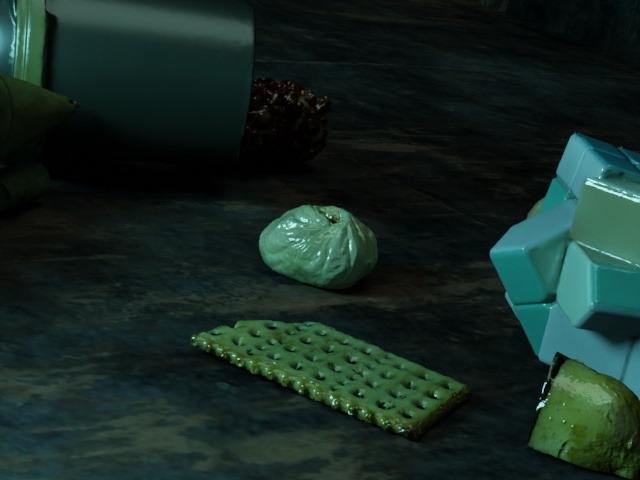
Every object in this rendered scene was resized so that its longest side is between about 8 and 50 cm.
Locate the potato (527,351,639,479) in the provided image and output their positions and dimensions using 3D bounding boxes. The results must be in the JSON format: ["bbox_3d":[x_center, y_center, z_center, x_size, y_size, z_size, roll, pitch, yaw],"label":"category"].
[{"bbox_3d":[0.223,0.138,1.210,0.103,0.066,0.096,19,21,11],"label":"potato"}]

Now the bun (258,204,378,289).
[{"bbox_3d":[0.000,0.000,1.473,0.115,0.069,0.115,12,15,-3],"label":"bun"}]

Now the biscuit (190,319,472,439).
[{"bbox_3d":[0.014,0.103,1.247,0.203,0.016,0.144,21,19,23],"label":"biscuit"}]

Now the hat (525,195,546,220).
[{"bbox_3d":[0.366,0.011,1.728,0.244,0.149,0.214,-22,23,9],"label":"hat"}]

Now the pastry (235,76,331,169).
[{"bbox_3d":[-0.082,-0.137,1.797,0.208,0.115,0.097,-2,34,-45],"label":"pastry"}]

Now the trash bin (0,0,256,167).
[{"bbox_3d":[-0.243,-0.177,1.598,0.333,0.214,0.214,6,18,-8],"label":"trash bin"}]

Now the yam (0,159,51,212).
[{"bbox_3d":[-0.295,-0.050,1.461,0.043,0.043,0.094,17,18,14],"label":"yam"}]

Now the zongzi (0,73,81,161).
[{"bbox_3d":[-0.319,-0.082,1.322,0.317,0.154,0.289,-5,27,-26],"label":"zongzi"}]

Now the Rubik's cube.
[{"bbox_3d":[0.286,0.024,1.364,0.265,0.224,0.213,16,17,-10],"label":"Rubik's cube"}]
